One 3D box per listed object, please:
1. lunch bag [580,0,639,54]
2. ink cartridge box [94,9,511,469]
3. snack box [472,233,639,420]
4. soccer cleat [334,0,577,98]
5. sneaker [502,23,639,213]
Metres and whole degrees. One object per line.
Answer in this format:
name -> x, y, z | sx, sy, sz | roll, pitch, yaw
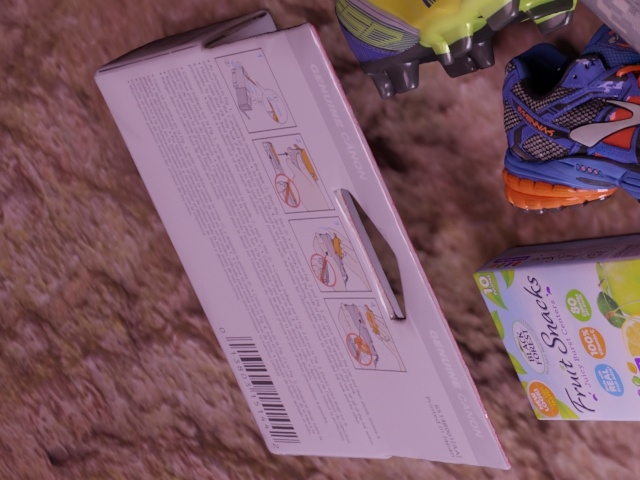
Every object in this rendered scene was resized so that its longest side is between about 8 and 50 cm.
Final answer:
lunch bag -> 0.150, -0.178, 0.640 | 0.305, 0.256, 0.212 | 46, 146, 18
ink cartridge box -> 0.000, 0.000, 1.167 | 0.261, 0.066, 0.296 | -5, 114, 54
snack box -> 0.159, 0.050, 1.025 | 0.141, 0.037, 0.100 | -6, 111, 55
soccer cleat -> 0.068, -0.147, 0.883 | 0.289, 0.093, 0.121 | 160, 92, -73
sneaker -> 0.160, -0.066, 0.891 | 0.221, 0.083, 0.087 | -6, 104, 51
